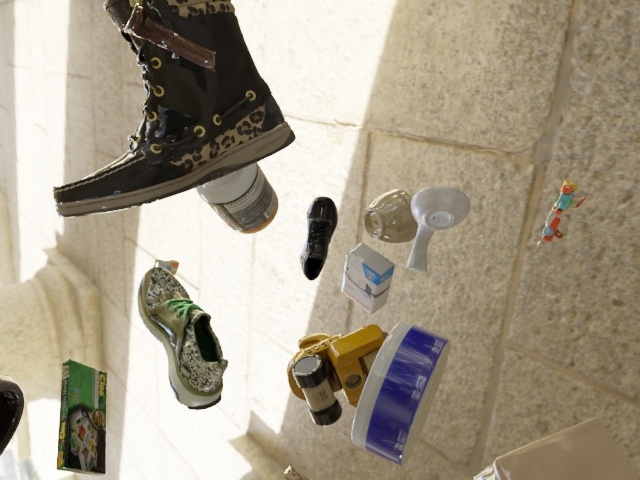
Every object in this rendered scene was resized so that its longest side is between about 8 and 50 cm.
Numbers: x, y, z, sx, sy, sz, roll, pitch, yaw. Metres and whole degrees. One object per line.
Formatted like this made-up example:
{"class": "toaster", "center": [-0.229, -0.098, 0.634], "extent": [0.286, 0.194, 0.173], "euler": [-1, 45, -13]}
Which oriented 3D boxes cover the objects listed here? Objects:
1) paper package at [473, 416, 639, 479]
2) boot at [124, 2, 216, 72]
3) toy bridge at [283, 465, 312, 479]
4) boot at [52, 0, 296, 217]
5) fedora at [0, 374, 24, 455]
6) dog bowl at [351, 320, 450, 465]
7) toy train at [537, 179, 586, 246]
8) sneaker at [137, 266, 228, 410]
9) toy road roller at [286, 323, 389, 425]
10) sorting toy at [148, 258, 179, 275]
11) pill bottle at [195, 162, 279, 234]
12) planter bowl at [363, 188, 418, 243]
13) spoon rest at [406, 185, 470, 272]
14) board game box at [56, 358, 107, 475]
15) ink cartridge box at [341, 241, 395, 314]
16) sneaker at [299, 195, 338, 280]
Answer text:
{"class": "paper package", "center": [0.559, 0.604, 1.156], "extent": [0.168, 0.310, 0.324], "euler": [99, 152, -51]}
{"class": "boot", "center": [-0.178, -0.245, 0.655], "extent": [0.037, 0.114, 0.106], "euler": [-59, 19, 15]}
{"class": "toy bridge", "center": [-0.052, 0.570, 1.264], "extent": [0.063, 0.026, 0.188], "euler": [33, 163, 31]}
{"class": "boot", "center": [-0.244, -0.212, 0.784], "extent": [0.138, 0.378, 0.283], "euler": [19, 131, 66]}
{"class": "fedora", "center": [-0.713, 0.373, 1.021], "extent": [0.125, 0.275, 0.243], "euler": [18, 124, 5]}
{"class": "dog bowl", "center": [0.165, 0.301, 1.054], "extent": [0.104, 0.265, 0.264], "euler": [20, 114, 21]}
{"class": "toy train", "center": [0.469, -0.047, 1.022], "extent": [0.046, 0.166, 0.125], "euler": [25, 88, 21]}
{"class": "sneaker", "center": [-0.330, 0.211, 1.353], "extent": [0.182, 0.158, 0.410], "euler": [-50, 61, 32]}
{"class": "toy road roller", "center": [0.058, 0.366, 1.588], "extent": [0.240, 0.330, 0.202], "euler": [-124, 13, -65]}
{"class": "sorting toy", "center": [-0.501, 0.094, 1.679], "extent": [0.083, 0.075, 0.044], "euler": [-53, 28, 15]}
{"class": "pill bottle", "center": [-0.215, -0.138, 1.305], "extent": [0.162, 0.162, 0.278], "euler": [55, 178, 28]}
{"class": "planter bowl", "center": [0.195, -0.061, 1.549], "extent": [0.162, 0.109, 0.161], "euler": [37, 134, 50]}
{"class": "spoon rest", "center": [0.274, -0.036, 1.305], "extent": [0.276, 0.138, 0.084], "euler": [103, 179, -48]}
{"class": "board game box", "center": [-0.575, 0.429, 1.285], "extent": [0.030, 0.136, 0.259], "euler": [-24, 54, 13]}
{"class": "ink cartridge box", "center": [0.148, 0.121, 1.683], "extent": [0.140, 0.082, 0.190], "euler": [36, 141, 29]}
{"class": "sneaker", "center": [0.000, 0.000, 1.714], "extent": [0.124, 0.108, 0.283], "euler": [-98, 17, -63]}
